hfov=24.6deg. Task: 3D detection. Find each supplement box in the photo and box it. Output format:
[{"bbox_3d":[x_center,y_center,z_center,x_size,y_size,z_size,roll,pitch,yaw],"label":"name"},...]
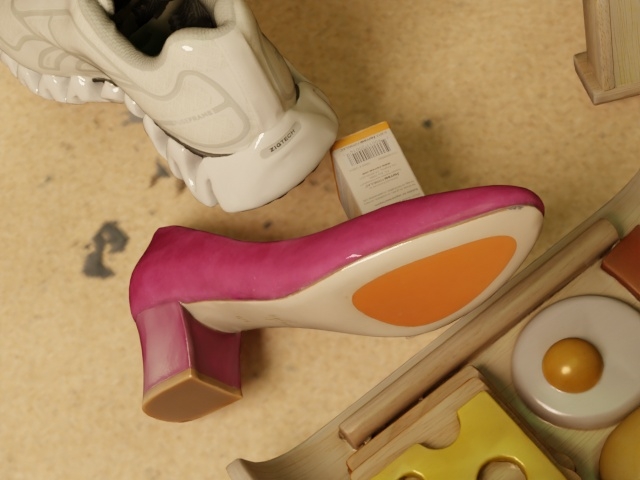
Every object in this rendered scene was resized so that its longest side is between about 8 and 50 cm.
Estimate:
[{"bbox_3d":[0.041,-0.005,0.785,0.036,0.062,0.098,-22,63,-6],"label":"supplement box"}]

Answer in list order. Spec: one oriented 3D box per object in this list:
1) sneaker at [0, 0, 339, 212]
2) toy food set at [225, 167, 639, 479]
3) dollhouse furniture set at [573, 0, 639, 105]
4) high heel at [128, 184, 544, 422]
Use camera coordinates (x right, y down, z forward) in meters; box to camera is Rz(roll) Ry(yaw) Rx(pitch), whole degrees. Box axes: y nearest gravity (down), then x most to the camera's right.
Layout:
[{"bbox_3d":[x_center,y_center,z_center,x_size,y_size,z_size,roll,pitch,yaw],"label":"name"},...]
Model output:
[{"bbox_3d":[-0.112,-0.127,0.818,0.292,0.118,0.110,30,71,39],"label":"sneaker"},{"bbox_3d":[0.136,0.098,0.702,0.306,0.092,0.220,-37,64,-11],"label":"toy food set"},{"bbox_3d":[0.173,-0.221,0.862,0.212,0.161,0.242,-13,40,1],"label":"dollhouse furniture set"},{"bbox_3d":[0.000,0.000,0.735,0.244,0.082,0.117,-31,49,33],"label":"high heel"}]
